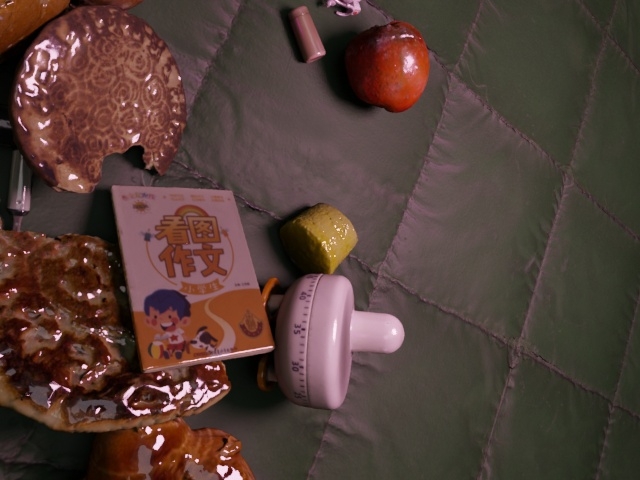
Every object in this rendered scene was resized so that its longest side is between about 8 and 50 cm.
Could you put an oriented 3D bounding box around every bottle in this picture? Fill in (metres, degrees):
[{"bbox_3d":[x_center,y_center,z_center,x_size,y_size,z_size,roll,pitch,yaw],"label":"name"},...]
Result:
[{"bbox_3d":[-0.027,-0.393,0.967,0.045,0.045,0.096,-28,101,-28],"label":"bottle"}]

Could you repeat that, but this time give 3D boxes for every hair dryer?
[{"bbox_3d":[-0.422,-0.089,0.728,0.100,0.057,0.197,7,94,-31],"label":"hair dryer"}]

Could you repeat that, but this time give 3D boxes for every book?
[{"bbox_3d":[-0.198,0.045,0.786,0.208,0.020,0.295,-2,63,-37],"label":"book"}]

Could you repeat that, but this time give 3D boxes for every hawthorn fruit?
[{"bbox_3d":[0.134,-0.338,0.997,0.173,0.173,0.172,0,89,-31],"label":"hawthorn fruit"}]

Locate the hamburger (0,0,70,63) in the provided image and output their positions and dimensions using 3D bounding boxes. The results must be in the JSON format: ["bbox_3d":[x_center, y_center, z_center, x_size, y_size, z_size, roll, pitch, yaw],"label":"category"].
[{"bbox_3d":[-0.422,-0.280,0.605,0.132,0.309,0.211,59,34,-28],"label":"hamburger"}]

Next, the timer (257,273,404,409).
[{"bbox_3d":[0.022,0.173,0.876,0.240,0.233,0.233,3,87,10],"label":"timer"}]

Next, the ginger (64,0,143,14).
[{"bbox_3d":[-0.295,-0.468,0.719,0.176,0.256,0.375,25,92,6],"label":"ginger"}]

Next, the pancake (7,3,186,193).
[{"bbox_3d":[-0.296,-0.184,0.722,0.288,0.033,0.286,-65,156,-23],"label":"pancake"}]

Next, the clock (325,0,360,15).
[{"bbox_3d":[0.033,-0.499,1.006,0.129,0.041,0.087,-1,86,-36],"label":"clock"}]

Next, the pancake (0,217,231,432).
[{"bbox_3d":[-0.329,0.107,0.700,0.427,0.067,0.304,14,54,-32],"label":"pancake"}]

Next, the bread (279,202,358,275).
[{"bbox_3d":[0.000,0.000,0.948,0.114,0.111,0.129,-43,115,-33],"label":"bread"}]

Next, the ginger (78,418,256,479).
[{"bbox_3d":[-0.226,0.415,0.775,0.357,0.152,0.274,38,71,-23],"label":"ginger"}]
